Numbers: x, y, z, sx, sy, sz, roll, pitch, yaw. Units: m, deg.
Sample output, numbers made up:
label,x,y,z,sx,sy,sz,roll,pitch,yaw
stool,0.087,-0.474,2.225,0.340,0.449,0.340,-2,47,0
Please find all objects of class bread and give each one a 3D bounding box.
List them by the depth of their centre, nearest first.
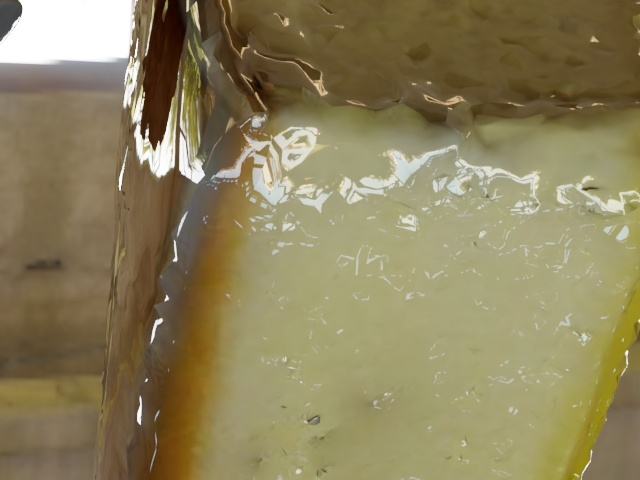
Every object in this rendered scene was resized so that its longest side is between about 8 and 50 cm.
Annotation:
label,x,y,z,sx,sy,sz,roll,pitch,yaw
bread,0.000,0.000,0.590,0.143,0.333,0.323,6,-141,-6

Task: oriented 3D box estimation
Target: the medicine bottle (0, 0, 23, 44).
label,x,y,z,sx,sy,sz,roll,pitch,yaw
medicine bottle,-0.162,-0.113,0.570,0.140,0.079,0.079,53,-142,3
